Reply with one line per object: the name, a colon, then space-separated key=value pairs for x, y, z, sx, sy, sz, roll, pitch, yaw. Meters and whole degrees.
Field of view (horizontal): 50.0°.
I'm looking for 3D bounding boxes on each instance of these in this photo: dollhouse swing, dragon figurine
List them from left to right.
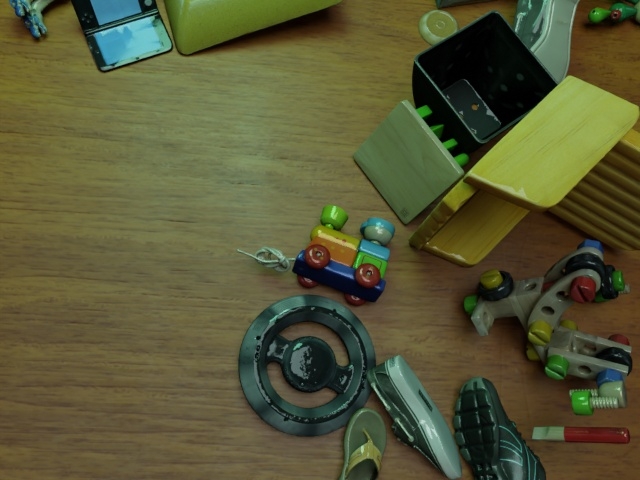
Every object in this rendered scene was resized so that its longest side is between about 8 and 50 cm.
dragon figurine: x=-0.502 y=-0.513 z=1.245 sx=0.144 sy=0.085 sz=0.289 roll=-9 pitch=77 yaw=-10
dollhouse swing: x=0.373 y=-0.027 z=1.077 sx=0.315 sy=0.347 sz=0.305 roll=-43 pitch=84 yaw=-16

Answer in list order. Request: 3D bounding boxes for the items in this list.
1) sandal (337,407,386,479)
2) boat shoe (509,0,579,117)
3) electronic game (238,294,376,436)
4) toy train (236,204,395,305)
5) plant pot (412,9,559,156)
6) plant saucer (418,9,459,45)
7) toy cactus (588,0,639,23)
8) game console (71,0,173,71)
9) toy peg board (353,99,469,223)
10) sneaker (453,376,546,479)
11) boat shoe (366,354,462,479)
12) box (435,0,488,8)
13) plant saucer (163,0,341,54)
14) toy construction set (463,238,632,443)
sandal: x=0.065 y=0.356 z=1.079 sx=0.072 sy=0.049 sz=0.180 roll=23 pitch=73 yaw=-14
boat shoe: x=0.415 y=-0.388 z=1.312 sx=0.112 sy=0.095 sz=0.335 roll=13 pitch=94 yaw=-31
electronic game: x=-0.020 y=0.202 z=1.119 sx=0.230 sy=0.048 sz=0.229 roll=3 pitch=78 yaw=-14
toy train: x=0.000 y=0.000 z=1.158 sx=0.248 sy=0.105 sz=0.143 roll=21 pitch=63 yaw=-1
plant pot: x=0.271 y=-0.257 z=1.224 sx=0.187 sy=0.167 sz=0.188 roll=-33 pitch=82 yaw=-15
plant saucer: x=0.234 y=-0.420 z=1.344 sx=0.084 sy=0.015 sz=0.083 roll=2 pitch=74 yaw=-6
toy cactus: x=0.635 y=-0.497 z=1.380 sx=0.180 sy=0.112 sz=0.219 roll=42 pitch=65 yaw=-4
game console: x=-0.355 y=-0.394 z=1.232 sx=0.144 sy=0.124 sz=0.085 roll=-22 pitch=52 yaw=-13
toy peg board: x=0.167 y=-0.142 z=1.202 sx=0.079 sy=0.160 sz=0.161 roll=-28 pitch=78 yaw=-42
sneaker: x=0.293 y=0.352 z=1.106 sx=0.106 sy=0.101 sz=0.267 roll=-2 pitch=72 yaw=-30
boat shoe: x=0.152 y=0.292 z=1.108 sx=0.070 sy=0.078 sz=0.219 roll=-31 pitch=89 yaw=20
box: x=0.324 y=-0.573 z=1.377 sx=0.231 sy=0.056 sz=0.182 roll=-11 pitch=76 yaw=-10
plant saucer: x=-0.154 y=-0.550 z=1.260 sx=0.333 sy=0.081 sz=0.332 roll=-17 pitch=76 yaw=2
toy construction set: x=0.361 y=0.168 z=1.110 sx=0.237 sy=0.257 sz=0.308 roll=-10 pitch=56 yaw=31
